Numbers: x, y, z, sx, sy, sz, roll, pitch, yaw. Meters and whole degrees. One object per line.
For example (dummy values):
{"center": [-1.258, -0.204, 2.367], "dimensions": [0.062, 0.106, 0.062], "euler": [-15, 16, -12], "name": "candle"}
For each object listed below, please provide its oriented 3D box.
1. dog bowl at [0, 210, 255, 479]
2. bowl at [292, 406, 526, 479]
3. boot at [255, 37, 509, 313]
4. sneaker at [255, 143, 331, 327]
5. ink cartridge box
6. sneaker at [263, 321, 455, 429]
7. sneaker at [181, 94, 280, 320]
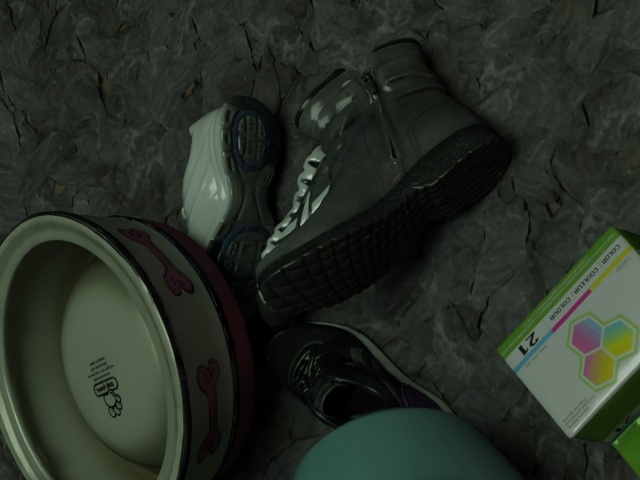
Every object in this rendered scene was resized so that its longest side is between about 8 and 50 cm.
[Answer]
{"center": [-0.242, 0.153, 2.017], "dimensions": [0.408, 0.150, 0.408], "euler": [14, 110, 43], "name": "dog bowl"}
{"center": [0.088, 0.293, 1.741], "dimensions": [0.311, 0.311, 0.163], "euler": [-41, 38, 24], "name": "bowl"}
{"center": [0.030, -0.076, 1.905], "dimensions": [0.338, 0.118, 0.222], "euler": [-33, 55, -12], "name": "boot"}
{"center": [0.000, 0.000, 1.970], "dimensions": [0.106, 0.078, 0.234], "euler": [17, 82, 36], "name": "sneaker"}
{"center": [0.335, 0.142, 1.681], "dimensions": [0.189, 0.097, 0.255], "euler": [-50, 55, 18], "name": "ink cartridge box"}
{"center": [0.023, 0.163, 1.896], "dimensions": [0.283, 0.124, 0.107], "euler": [27, 96, 38], "name": "sneaker"}
{"center": [-0.121, -0.029, 2.080], "dimensions": [0.129, 0.111, 0.297], "euler": [-10, 71, 53], "name": "sneaker"}
